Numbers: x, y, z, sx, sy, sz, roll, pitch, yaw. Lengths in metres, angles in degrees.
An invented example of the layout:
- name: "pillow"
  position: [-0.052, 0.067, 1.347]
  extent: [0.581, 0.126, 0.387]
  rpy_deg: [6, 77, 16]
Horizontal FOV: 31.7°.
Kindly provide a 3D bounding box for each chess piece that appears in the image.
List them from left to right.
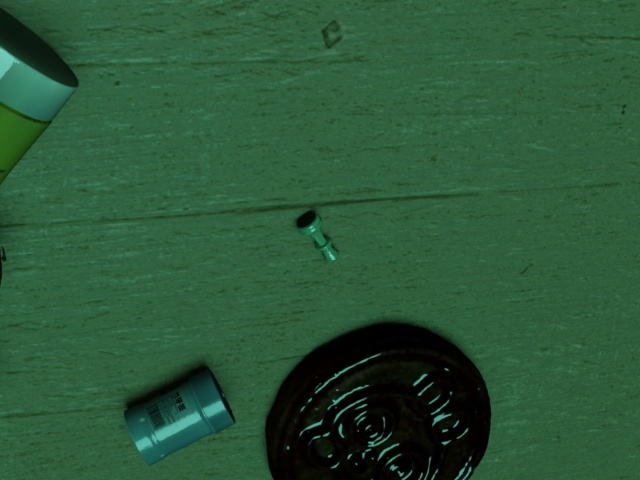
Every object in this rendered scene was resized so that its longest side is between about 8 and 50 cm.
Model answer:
- name: "chess piece"
  position: [0.000, 0.000, 1.790]
  extent: [0.042, 0.042, 0.093]
  rpy_deg: [-34, 123, 0]

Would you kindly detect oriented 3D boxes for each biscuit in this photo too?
- name: "biscuit"
  position: [0.108, 0.337, 1.947]
  extent: [0.408, 0.091, 0.407]
  rpy_deg: [-6, 114, -15]

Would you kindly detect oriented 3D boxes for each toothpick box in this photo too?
- name: "toothpick box"
  position: [-0.226, 0.284, 1.812]
  extent: [0.153, 0.101, 0.101]
  rpy_deg: [-26, 118, -4]

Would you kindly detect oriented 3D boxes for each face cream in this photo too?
- name: "face cream"
  position: [-0.455, -0.199, 1.458]
  extent: [0.218, 0.218, 0.179]
  rpy_deg: [36, 100, -27]

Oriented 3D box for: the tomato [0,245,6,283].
- name: "tomato"
  position: [-0.603, 0.027, 1.483]
  extent: [0.339, 0.144, 0.338]
  rpy_deg: [0, 89, 0]
